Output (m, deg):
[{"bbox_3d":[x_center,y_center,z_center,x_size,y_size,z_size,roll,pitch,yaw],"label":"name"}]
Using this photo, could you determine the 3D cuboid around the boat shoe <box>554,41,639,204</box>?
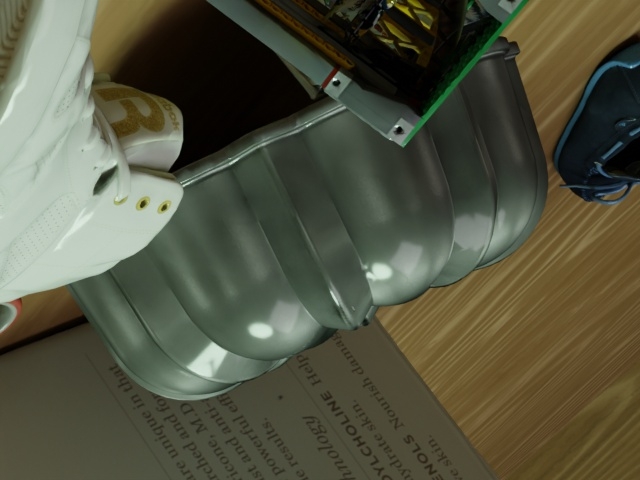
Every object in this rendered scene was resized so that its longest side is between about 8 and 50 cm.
[{"bbox_3d":[0.279,-0.085,1.625,0.109,0.089,0.258,-35,162,-7],"label":"boat shoe"}]

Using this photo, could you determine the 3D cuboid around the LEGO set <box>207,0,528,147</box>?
[{"bbox_3d":[0.048,-0.221,0.800,0.331,0.192,0.255,-48,-171,38],"label":"LEGO set"}]

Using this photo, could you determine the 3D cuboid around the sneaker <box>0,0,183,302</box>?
[{"bbox_3d":[-0.122,-0.062,0.739,0.169,0.108,0.292,-20,160,-40],"label":"sneaker"}]

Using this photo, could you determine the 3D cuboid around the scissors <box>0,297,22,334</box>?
[{"bbox_3d":[-0.224,0.015,1.025,0.109,0.021,0.297,-28,162,-21],"label":"scissors"}]

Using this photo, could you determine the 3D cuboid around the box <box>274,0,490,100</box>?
[{"bbox_3d":[0.023,-0.138,0.996,0.137,0.094,0.027,-24,156,-38],"label":"box"}]

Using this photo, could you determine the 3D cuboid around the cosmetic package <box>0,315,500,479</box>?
[{"bbox_3d":[-0.116,0.260,1.344,0.393,0.327,0.329,-22,157,-39],"label":"cosmetic package"}]

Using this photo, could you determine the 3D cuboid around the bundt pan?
[{"bbox_3d":[0.000,0.000,1.093,0.330,0.124,0.331,-25,176,-2],"label":"bundt pan"}]
